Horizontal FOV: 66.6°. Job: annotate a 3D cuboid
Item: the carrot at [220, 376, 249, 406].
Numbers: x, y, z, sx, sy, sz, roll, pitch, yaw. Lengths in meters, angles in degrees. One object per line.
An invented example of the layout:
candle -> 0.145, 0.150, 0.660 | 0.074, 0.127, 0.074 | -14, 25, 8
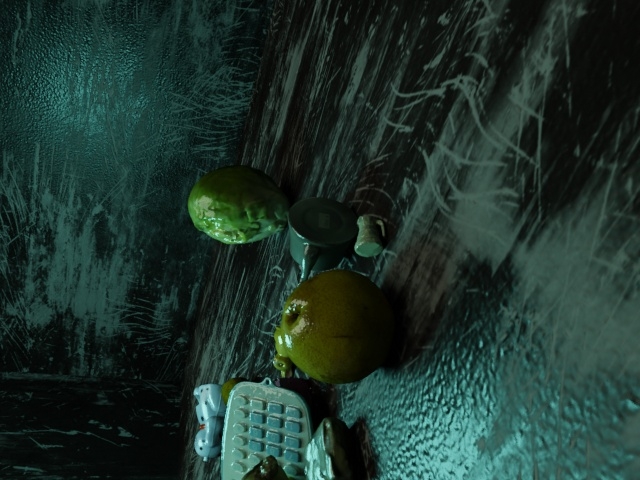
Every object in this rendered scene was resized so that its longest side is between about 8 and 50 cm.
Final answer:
carrot -> -0.250, 0.528, 1.592 | 0.302, 0.114, 0.114 | -175, 95, -68

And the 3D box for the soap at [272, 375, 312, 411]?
soap -> -0.100, 0.462, 1.232 | 0.162, 0.099, 0.250 | -132, 54, -65

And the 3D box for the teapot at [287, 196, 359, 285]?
teapot -> 0.000, 0.000, 1.137 | 0.239, 0.162, 0.149 | -66, -10, -49

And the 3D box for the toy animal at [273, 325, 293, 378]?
toy animal -> -0.095, 0.318, 1.340 | 0.083, 0.070, 0.159 | -154, 70, -67

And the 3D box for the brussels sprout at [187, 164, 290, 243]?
brussels sprout -> -0.278, -0.109, 1.661 | 0.344, 0.344, 0.268 | -107, 26, -51

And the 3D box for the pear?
pear -> 0.025, 0.156, 0.894 | 0.209, 0.209, 0.208 | -170, 90, -70

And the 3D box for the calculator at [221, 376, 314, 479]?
calculator -> -0.121, 0.507, 1.126 | 0.256, 0.054, 0.386 | 2, 92, 30

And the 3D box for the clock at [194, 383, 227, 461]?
clock -> -0.386, 0.675, 1.795 | 0.189, 0.189, 0.254 | 127, 148, -51

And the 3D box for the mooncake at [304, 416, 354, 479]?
mooncake -> 0.023, 0.425, 0.956 | 0.130, 0.073, 0.125 | -101, 32, -41

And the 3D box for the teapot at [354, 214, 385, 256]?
teapot -> 0.100, -0.015, 0.988 | 0.067, 0.057, 0.083 | -20, 50, 24

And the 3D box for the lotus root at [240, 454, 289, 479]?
lotus root -> -0.136, 0.604, 1.021 | 0.131, 0.146, 0.303 | 22, 94, 25
